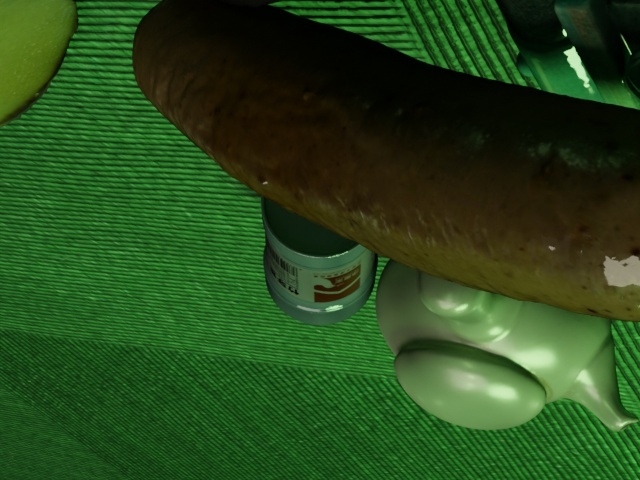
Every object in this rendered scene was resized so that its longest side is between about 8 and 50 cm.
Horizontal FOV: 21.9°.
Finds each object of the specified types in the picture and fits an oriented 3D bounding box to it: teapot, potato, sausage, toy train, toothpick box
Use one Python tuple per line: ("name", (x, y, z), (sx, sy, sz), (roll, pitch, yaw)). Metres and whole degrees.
("teapot", (0.120, 0.061, 1.398), (0.220, 0.149, 0.318), (-3, 151, 39))
("potato", (-0.281, -0.157, 1.231), (0.111, 0.160, 0.272), (59, 156, 10))
("sausage", (0.036, -0.063, 1.017), (0.501, 0.136, 0.123), (23, 151, 42))
("toy train", (0.200, -0.100, 1.014), (0.194, 0.120, 0.298), (9, 157, 32))
("toothpick box", (0.000, 0.000, 1.407), (0.101, 0.101, 0.153), (15, 158, 6))

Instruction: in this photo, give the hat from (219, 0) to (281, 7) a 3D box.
("hat", (-0.115, -0.247, 0.912), (0.366, 0.257, 0.382), (9, -162, -21))
